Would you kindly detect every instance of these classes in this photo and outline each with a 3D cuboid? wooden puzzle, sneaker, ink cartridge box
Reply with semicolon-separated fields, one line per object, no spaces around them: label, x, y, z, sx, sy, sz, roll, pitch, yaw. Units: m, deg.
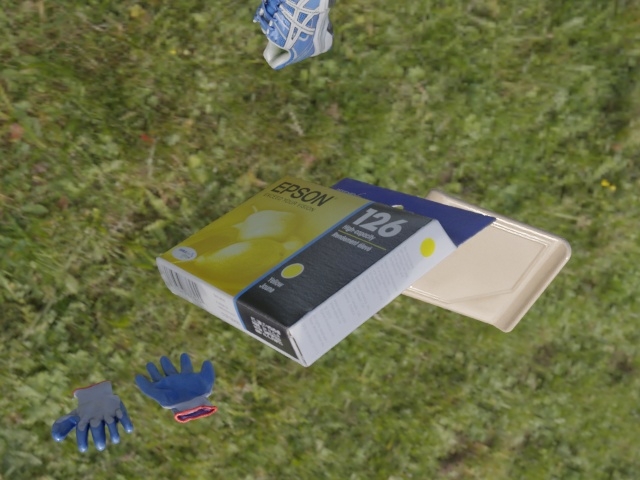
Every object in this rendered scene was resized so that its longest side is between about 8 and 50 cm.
wooden puzzle;0.240;0.031;1.559;0.238;0.221;0.044;23;42;-6
sneaker;-0.034;-0.272;1.149;0.081;0.080;0.211;-34;154;-12
ink cartridge box;0.000;0.000;1.205;0.307;0.303;0.072;-37;122;-24

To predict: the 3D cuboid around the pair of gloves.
pair of gloves;-0.214;0.184;1.144;0.198;0.159;0.023;-14;109;-14
